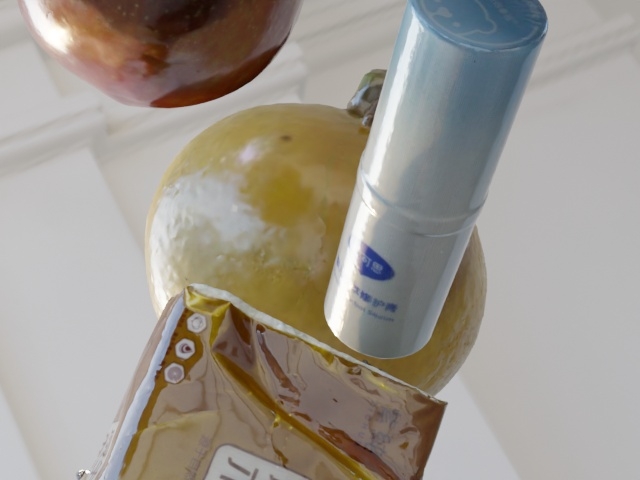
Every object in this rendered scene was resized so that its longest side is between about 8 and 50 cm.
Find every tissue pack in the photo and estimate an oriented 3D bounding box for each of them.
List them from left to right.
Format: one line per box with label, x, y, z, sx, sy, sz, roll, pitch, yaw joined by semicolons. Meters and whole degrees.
tissue pack;-0.047;0.161;0.726;0.226;0.183;0.092;-67;9;-15

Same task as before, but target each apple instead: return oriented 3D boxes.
apple;-0.105;-0.209;0.873;0.230;0.230;0.230;-26;-22;-11

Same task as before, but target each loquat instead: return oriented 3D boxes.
loquat;0.000;0.000;1.162;0.359;0.329;0.328;-70;-21;-8

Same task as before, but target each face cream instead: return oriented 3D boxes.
face cream;0.060;-0.035;0.718;0.077;0.077;0.250;-18;-37;-28

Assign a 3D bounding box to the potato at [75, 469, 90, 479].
potato;-0.132;0.338;0.942;0.229;0.266;0.229;16;-22;6
